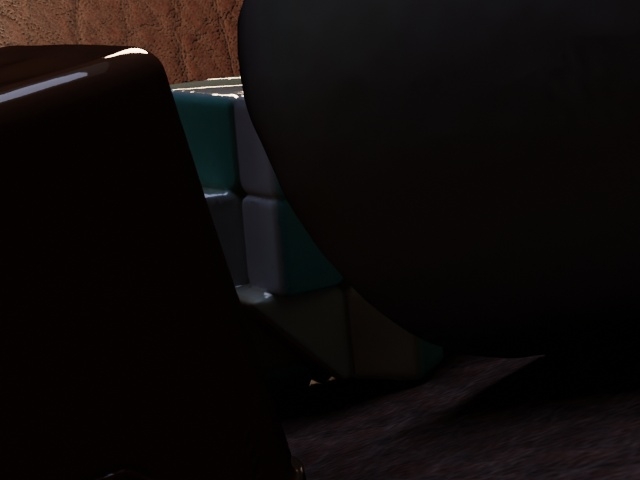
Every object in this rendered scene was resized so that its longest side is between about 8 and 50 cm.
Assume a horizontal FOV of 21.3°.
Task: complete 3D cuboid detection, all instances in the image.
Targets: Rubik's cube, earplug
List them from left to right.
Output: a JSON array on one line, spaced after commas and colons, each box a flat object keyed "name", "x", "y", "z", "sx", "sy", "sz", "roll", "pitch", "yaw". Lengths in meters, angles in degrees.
[{"name": "Rubik's cube", "x": 0.000, "y": 0.000, "z": 1.085, "sx": 0.265, "sy": 0.213, "sz": 0.224, "roll": -10, "pitch": 12, "yaw": -29}, {"name": "earplug", "x": 0.193, "y": -0.118, "z": 0.800, "sx": 0.312, "sy": 0.313, "sz": 0.394, "roll": -23, "pitch": 5, "yaw": -38}]

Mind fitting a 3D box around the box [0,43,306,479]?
[{"name": "box", "x": -0.187, "y": 0.037, "z": 0.862, "sx": 0.239, "sy": 0.229, "sz": 0.339, "roll": -19, "pitch": 14, "yaw": -20}]
